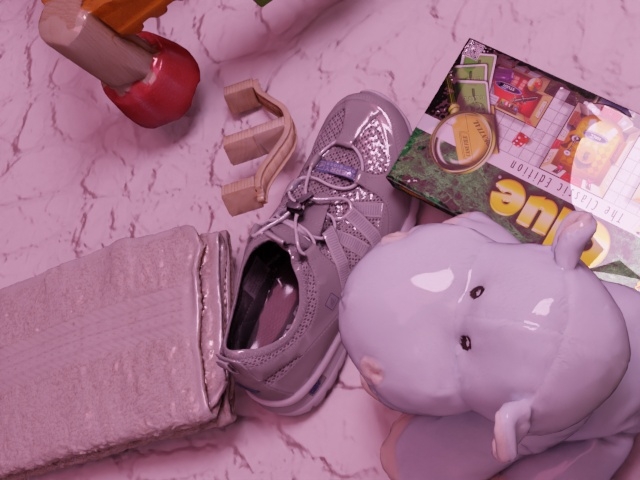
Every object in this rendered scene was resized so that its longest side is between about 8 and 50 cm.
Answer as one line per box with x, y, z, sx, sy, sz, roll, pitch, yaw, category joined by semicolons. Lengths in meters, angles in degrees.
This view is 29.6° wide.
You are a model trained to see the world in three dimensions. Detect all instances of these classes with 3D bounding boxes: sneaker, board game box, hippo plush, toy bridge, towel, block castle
0.000;0.000;0.981;0.105;0.115;0.281;11;75;31;sneaker
0.192;-0.046;0.925;0.260;0.030;0.136;29;88;23;board game box
0.127;0.098;0.779;0.294;0.236;0.234;15;90;24;hippo plush
-0.053;-0.087;1.054;0.063;0.026;0.188;-17;35;8;toy bridge
-0.194;0.101;1.068;0.282;0.049;0.187;-20;60;27;towel
-0.056;-0.338;1.100;0.453;0.213;0.303;-31;62;16;block castle
